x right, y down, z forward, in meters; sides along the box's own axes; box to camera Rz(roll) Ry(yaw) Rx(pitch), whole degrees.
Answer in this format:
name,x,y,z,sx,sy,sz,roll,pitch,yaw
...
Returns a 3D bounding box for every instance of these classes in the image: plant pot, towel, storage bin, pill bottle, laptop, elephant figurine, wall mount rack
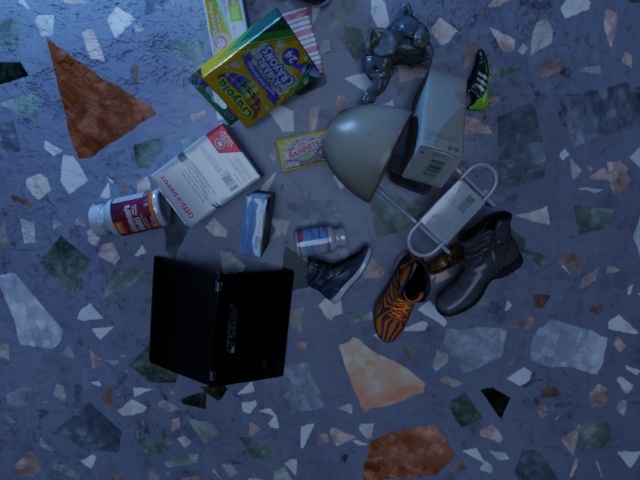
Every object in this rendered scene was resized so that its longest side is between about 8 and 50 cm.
name,x,y,z,sx,sy,sz,roll,pitch,yaw
plant pot,0.117,-0.275,1.377,0.191,0.284,0.284,25,100,6
towel,-0.082,-0.584,1.432,0.144,0.029,0.197,-15,100,5
storage bin,0.271,-0.210,1.422,0.135,0.091,0.098,28,91,28
pill bottle,0.000,0.000,1.514,0.160,0.087,0.087,-10,101,1
laptop,-0.336,0.260,1.599,0.408,0.236,0.381,0,103,-29
elephant figurine,0.189,-0.536,1.372,0.239,0.186,0.169,-22,132,3
wall mount rack,0.357,-0.133,1.477,0.304,0.130,0.350,41,98,-11
pill bottle,-0.589,-0.080,1.478,0.221,0.121,0.121,-12,101,2

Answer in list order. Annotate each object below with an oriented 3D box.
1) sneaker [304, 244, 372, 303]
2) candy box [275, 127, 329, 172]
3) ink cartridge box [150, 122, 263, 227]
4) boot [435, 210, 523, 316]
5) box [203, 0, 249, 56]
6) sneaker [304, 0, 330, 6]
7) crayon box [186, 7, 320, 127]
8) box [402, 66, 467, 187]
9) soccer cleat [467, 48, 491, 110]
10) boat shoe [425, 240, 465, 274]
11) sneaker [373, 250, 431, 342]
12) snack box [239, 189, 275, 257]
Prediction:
name,x,y,z,sx,sy,sz,roll,pitch,yaw
sneaker,0.048,0.076,1.529,0.163,0.086,0.226,36,100,-10
candy box,-0.031,-0.285,1.489,0.206,0.027,0.105,-13,99,2
ink cartridge box,-0.343,-0.199,1.459,0.273,0.114,0.197,-34,100,5
boot,0.462,0.065,1.475,0.338,0.118,0.222,-40,126,-6
box,-0.267,-0.635,1.380,0.114,0.103,0.203,-9,101,1
sneaker,-0.099,-0.747,1.329,0.281,0.162,0.106,10,101,-3
crayon box,-0.190,-0.469,1.360,0.323,0.083,0.203,-32,134,12
box,0.324,-0.321,1.342,0.121,0.148,0.311,16,60,-4
soccer cleat,0.473,-0.484,1.437,0.072,0.060,0.178,-5,104,2
boat shoe,0.423,0.058,1.541,0.178,0.060,0.064,-33,99,6
sneaker,0.253,0.194,1.505,0.125,0.180,0.321,14,101,-3
snack box,-0.188,-0.057,1.440,0.070,0.207,0.174,8,102,-2
